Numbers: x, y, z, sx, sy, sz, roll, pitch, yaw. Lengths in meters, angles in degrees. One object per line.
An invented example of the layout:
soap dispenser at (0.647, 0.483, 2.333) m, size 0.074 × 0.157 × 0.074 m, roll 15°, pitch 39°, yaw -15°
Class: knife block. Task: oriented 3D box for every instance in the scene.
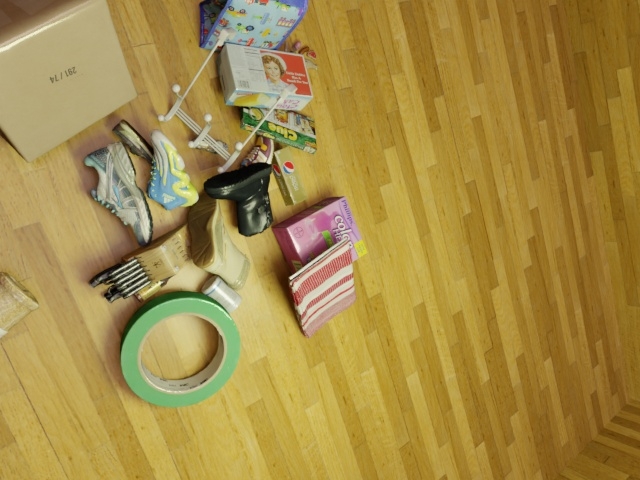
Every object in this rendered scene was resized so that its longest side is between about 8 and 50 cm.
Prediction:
knife block at (-0.485, 0.064, 1.294) m, size 0.275 × 0.242 × 0.088 m, roll -66°, pitch 135°, yaw -65°

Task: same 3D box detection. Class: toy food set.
toy food set at (-0.059, -0.614, 1.543) m, size 0.122 × 0.019 × 0.077 m, roll 3°, pitch 91°, yaw -31°

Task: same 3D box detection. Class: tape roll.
tape roll at (-0.390, 0.305, 1.321) m, size 0.322 × 0.077 × 0.320 m, roll -5°, pitch 102°, yaw -22°

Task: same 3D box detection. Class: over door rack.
over door rack at (-0.263, -0.369, 1.263) m, size 0.239 × 0.108 × 0.324 m, roll 42°, pitch 110°, yaw -8°

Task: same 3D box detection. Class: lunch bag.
lunch bag at (-0.187, -0.625, 1.306) m, size 0.221 × 0.293 × 0.138 m, roll -3°, pitch 94°, yaw -31°

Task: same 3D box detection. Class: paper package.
paper package at (-0.616, -0.390, 1.047) m, size 0.168 × 0.309 × 0.325 m, roll 40°, pitch 65°, yaw 15°

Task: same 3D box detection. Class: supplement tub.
supplement tub at (-0.297, 0.161, 1.407) m, size 0.107 × 0.071 × 0.071 m, roll 49°, pitch 69°, yaw -23°

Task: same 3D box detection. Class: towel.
towel at (0.018, 0.161, 1.507) m, size 0.237 × 0.037 × 0.328 m, roll -36°, pitch 144°, yaw -20°

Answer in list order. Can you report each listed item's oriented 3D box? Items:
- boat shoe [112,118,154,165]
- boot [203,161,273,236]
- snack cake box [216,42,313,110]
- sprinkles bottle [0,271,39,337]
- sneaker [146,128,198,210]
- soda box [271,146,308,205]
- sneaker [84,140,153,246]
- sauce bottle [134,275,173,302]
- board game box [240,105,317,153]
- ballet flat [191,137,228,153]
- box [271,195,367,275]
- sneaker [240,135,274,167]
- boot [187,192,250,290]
boat shoe at (-0.501, -0.258, 1.280) m, size 0.049 × 0.056 × 0.152 m, roll -34°, pitch 120°, yaw 2°
boot at (-0.225, -0.100, 1.359) m, size 0.246 × 0.094 × 0.207 m, roll -33°, pitch 133°, yaw -48°
snack cake box at (-0.166, -0.489, 1.417) m, size 0.265 × 0.089 × 0.152 m, roll -6°, pitch 76°, yaw -34°
sprinkles bottle at (-0.829, 0.232, 1.060) m, size 0.355 × 0.121 × 0.121 m, roll -45°, pitch 113°, yaw -21°
sneaker at (-0.428, -0.176, 1.273) m, size 0.126 × 0.091 × 0.240 m, roll -33°, pitch 130°, yaw -16°
soda box at (-0.107, -0.205, 1.509) m, size 0.058 × 0.061 × 0.181 m, roll -29°, pitch 107°, yaw -28°
sneaker at (-0.534, -0.112, 1.249) m, size 0.122 × 0.110 × 0.282 m, roll -19°, pitch 98°, yaw -14°
sauce bottle at (-0.465, 0.121, 1.322) m, size 0.128 × 0.042 × 0.042 m, roll -41°, pitch 112°, yaw -25°
board game box at (-0.129, -0.368, 1.475) m, size 0.260 × 0.030 × 0.136 m, roll 13°, pitch 59°, yaw -31°
ballet flat at (-0.323, -0.281, 1.388) m, size 0.115 × 0.041 × 0.041 m, roll 3°, pitch 91°, yaw -31°
box at (0.000, 0.000, 1.551) m, size 0.243 × 0.117 × 0.213 m, roll -30°, pitch 107°, yaw -27°
sneaker at (-0.200, -0.251, 1.447) m, size 0.084 × 0.070 × 0.185 m, roll 7°, pitch 88°, yaw -36°
boot at (-0.291, 0.002, 1.382) m, size 0.203 × 0.095 × 0.261 m, roll 50°, pitch 23°, yaw -54°
